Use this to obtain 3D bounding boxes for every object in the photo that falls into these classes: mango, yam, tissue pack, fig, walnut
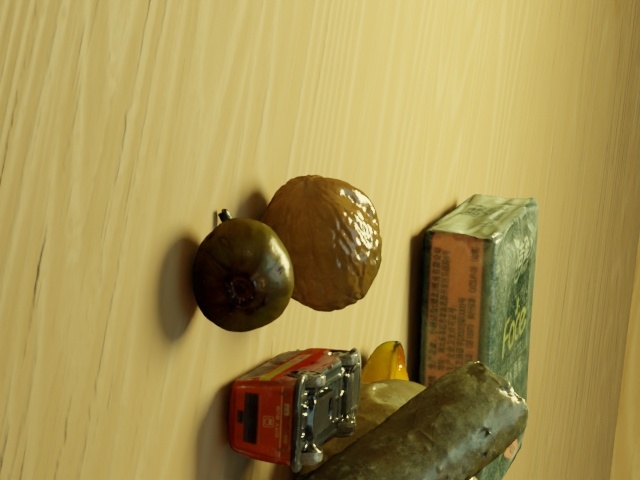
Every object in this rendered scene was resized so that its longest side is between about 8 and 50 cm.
[{"bbox_3d":[0.059,0.177,1.935,0.101,0.066,0.187,58,34,-52],"label":"mango"},{"bbox_3d":[0.055,0.199,1.643,0.259,0.093,0.093,-35,139,-23],"label":"yam"},{"bbox_3d":[0.176,0.118,2.242,0.228,0.103,0.316,-39,132,-69],"label":"tissue pack"},{"bbox_3d":[-0.058,0.022,1.484,0.084,0.082,0.098,53,12,-13],"label":"fig"},{"bbox_3d":[0.000,0.000,1.619,0.105,0.105,0.124,-69,157,-43],"label":"walnut"}]

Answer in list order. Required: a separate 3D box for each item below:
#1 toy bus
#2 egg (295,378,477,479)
[{"bbox_3d":[-0.019,0.132,1.628,0.174,0.077,0.079,-25,118,-72],"label":"toy bus"},{"bbox_3d":[0.055,0.217,1.770,0.164,0.164,0.201,73,31,-52],"label":"egg"}]
